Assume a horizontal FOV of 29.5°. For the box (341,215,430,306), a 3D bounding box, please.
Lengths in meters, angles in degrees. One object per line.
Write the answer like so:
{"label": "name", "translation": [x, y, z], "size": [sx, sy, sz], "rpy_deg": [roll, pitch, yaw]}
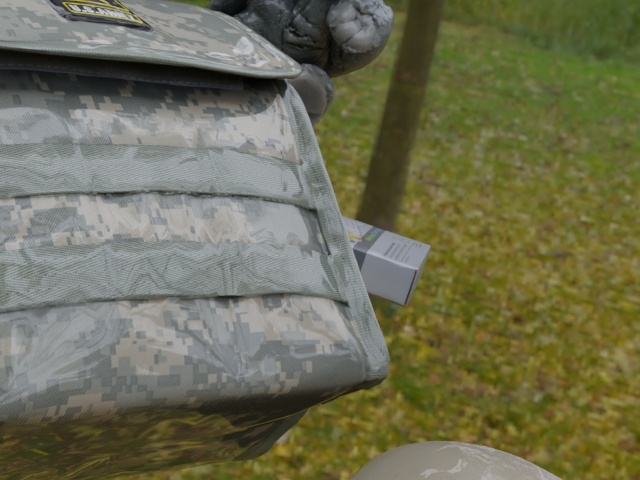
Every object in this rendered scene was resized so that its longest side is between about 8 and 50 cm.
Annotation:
{"label": "box", "translation": [0.000, 0.000, 1.074], "size": [0.186, 0.038, 0.145], "rpy_deg": [18, 10, 7]}

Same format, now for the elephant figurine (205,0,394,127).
{"label": "elephant figurine", "translation": [-0.060, -0.169, 1.093], "size": [0.186, 0.239, 0.169], "rpy_deg": [48, 8, -23]}

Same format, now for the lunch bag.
{"label": "lunch bag", "translation": [-0.125, -0.029, 0.632], "size": [0.235, 0.169, 0.287], "rpy_deg": [1, 63, -39]}

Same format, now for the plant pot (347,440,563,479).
{"label": "plant pot", "translation": [0.074, 0.303, 0.807], "size": [0.284, 0.284, 0.191], "rpy_deg": [20, 32, 28]}
